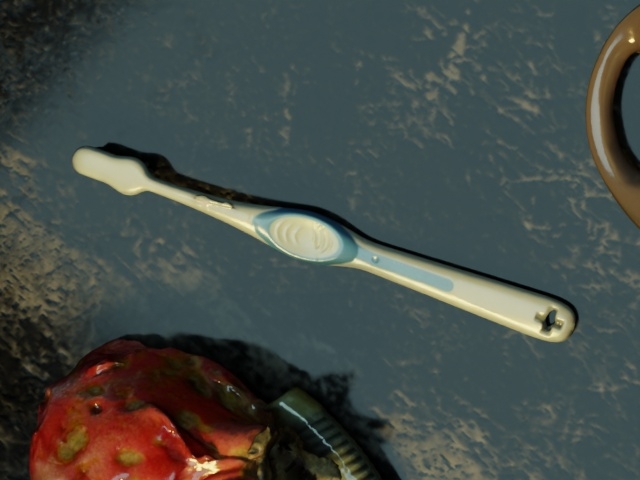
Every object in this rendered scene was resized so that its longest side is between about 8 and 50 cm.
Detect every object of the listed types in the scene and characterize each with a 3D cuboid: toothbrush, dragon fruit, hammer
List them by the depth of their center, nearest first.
[{"bbox_3d":[-0.092,0.185,1.402,0.211,0.134,0.262,-26,87,34],"label":"dragon fruit"},{"bbox_3d":[-0.001,0.000,1.439,0.386,0.040,0.040,19,99,10],"label":"toothbrush"},{"bbox_3d":[0.033,0.206,1.448,0.158,0.041,0.226,-36,86,13],"label":"hammer"}]

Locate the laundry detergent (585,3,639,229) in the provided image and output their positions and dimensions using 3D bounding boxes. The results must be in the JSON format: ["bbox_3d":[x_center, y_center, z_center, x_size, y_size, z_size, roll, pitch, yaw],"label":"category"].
[{"bbox_3d":[0.256,-0.064,1.357,0.171,0.076,0.237,25,102,11],"label":"laundry detergent"}]
